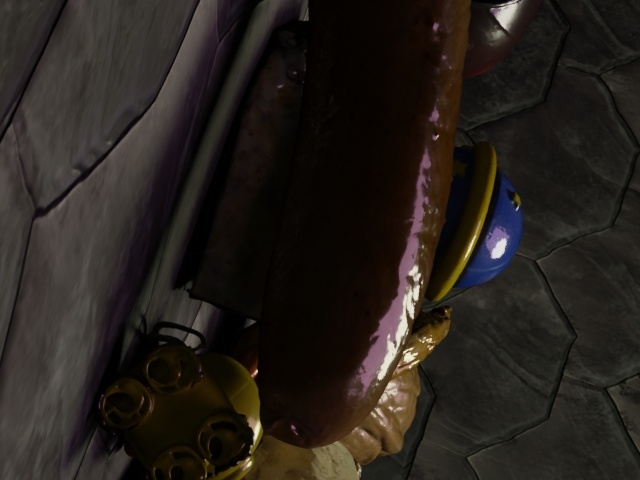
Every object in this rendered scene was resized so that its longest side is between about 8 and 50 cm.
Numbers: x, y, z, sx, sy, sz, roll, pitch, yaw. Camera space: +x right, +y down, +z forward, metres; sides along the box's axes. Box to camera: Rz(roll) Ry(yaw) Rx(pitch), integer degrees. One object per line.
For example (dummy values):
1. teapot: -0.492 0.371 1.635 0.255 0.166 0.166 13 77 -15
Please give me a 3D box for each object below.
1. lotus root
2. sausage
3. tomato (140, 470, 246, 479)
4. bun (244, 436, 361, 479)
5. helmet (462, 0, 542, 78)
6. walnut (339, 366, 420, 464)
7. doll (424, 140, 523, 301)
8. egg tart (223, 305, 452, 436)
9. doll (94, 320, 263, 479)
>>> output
1. lotus root: 0.001 -0.055 1.547 0.267 0.149 0.260 -8 118 -87
2. sausage: 0.039 -0.091 1.327 0.123 0.136 0.501 179 -82 -65
3. tomato: -0.104 0.345 1.559 0.309 0.170 0.309 -51 156 -33
4. bun: -0.075 0.297 1.894 0.259 0.160 0.259 -44 -173 7
5. helmet: 0.132 -0.265 1.838 0.193 0.189 0.216 -62 -178 19
6. walnut: 0.037 0.222 2.550 0.261 0.225 0.225 89 21 -78
7. doll: 0.092 -0.059 1.839 0.311 0.242 0.160 -82 -178 -50
8. egg tart: -0.007 0.115 1.829 0.294 0.116 0.295 -26 178 -1
9. doll: -0.105 0.133 1.366 0.143 0.135 0.221 -39 -178 3
